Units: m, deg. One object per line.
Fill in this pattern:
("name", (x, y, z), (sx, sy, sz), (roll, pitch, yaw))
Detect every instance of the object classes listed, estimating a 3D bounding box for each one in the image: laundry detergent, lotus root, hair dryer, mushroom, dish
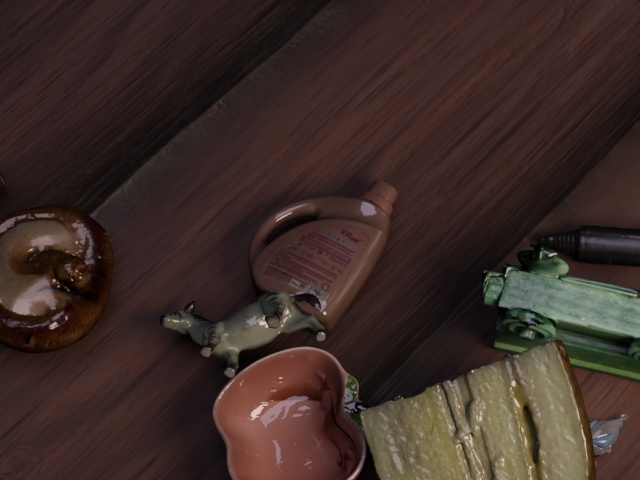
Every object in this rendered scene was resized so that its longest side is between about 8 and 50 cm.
("laundry detergent", (0.000, 0.000, 1.903), (0.171, 0.076, 0.237), (25, 66, 17))
("lotus root", (0.225, 0.289, 1.671), (0.267, 0.149, 0.260), (-23, 76, 17))
("hair dryer", (0.478, -0.004, 1.862), (0.352, 0.107, 0.189), (6, 60, 14))
("mushroom", (-0.387, 0.060, 1.881), (0.194, 0.138, 0.231), (3, 50, 21))
("dish", (-0.029, 0.253, 1.764), (0.213, 0.090, 0.213), (-3, 61, 6))

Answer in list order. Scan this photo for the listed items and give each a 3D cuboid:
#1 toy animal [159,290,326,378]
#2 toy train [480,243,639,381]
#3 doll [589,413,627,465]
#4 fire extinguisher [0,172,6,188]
("toy animal", (-0.103, 0.112, 1.805), (0.217, 0.073, 0.176), (-20, 23, 3))
("toy train", (0.354, 0.101, 1.752), (0.301, 0.202, 0.120), (12, 76, 12))
("doll", (0.353, 0.261, 1.757), (0.114, 0.039, 0.057), (-42, 24, -8))
("fire extinguisher", (-0.628, -0.037, 1.939), (0.344, 0.138, 0.102), (-35, 62, -14))
